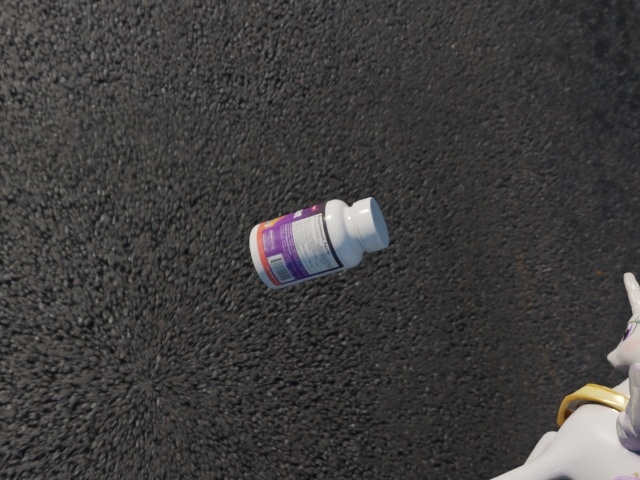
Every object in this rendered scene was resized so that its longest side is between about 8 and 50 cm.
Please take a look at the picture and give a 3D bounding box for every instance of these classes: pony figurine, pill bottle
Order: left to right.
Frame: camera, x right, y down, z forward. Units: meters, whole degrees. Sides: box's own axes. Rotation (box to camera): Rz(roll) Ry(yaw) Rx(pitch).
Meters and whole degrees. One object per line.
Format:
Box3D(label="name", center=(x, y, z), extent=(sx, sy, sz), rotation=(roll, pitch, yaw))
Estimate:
Box3D(label="pill bottle", center=(0.000, 0.000, 1.016), extent=(0.194, 0.108, 0.108), rotation=(-17, 81, 17))
Box3D(label="pony figurine", center=(0.281, 0.208, 0.554), extent=(0.303, 0.351, 0.363), rotation=(36, 96, -25))
